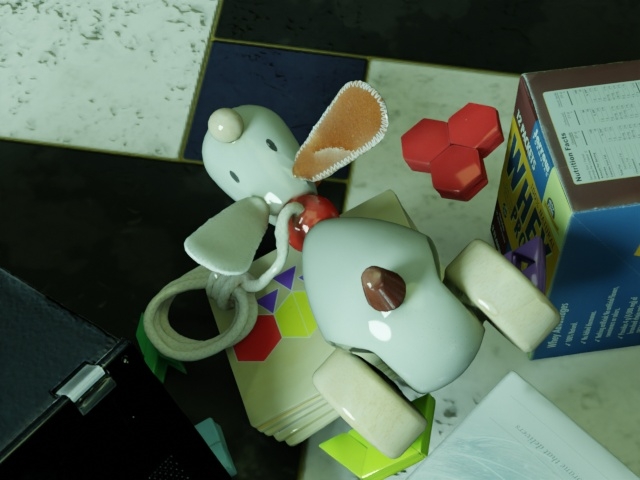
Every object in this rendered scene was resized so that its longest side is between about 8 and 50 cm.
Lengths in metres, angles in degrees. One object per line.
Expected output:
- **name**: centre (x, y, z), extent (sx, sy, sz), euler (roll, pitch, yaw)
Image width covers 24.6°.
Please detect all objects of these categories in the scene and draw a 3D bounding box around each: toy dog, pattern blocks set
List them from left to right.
- **toy dog**: centre (0.000, 0.000, 1.020), extent (0.334, 0.161, 0.220), euler (21, 73, 34)
- **pattern blocks set**: centre (0.013, 0.052, 1.102), extent (0.325, 0.026, 0.285), euler (-21, 55, 13)

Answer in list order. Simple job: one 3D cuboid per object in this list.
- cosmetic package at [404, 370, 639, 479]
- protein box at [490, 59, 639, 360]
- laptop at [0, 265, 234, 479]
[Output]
- **cosmetic package**: centre (0.126, 0.250, 0.946), extent (0.224, 0.138, 0.225), euler (40, 63, 15)
- **protein box**: centre (0.254, -0.026, 1.132), extent (0.201, 0.200, 0.136), euler (-7, 54, -7)
- **laptop**: centre (-0.275, 0.231, 0.968), extent (0.382, 0.236, 0.408), euler (-44, 109, -28)
